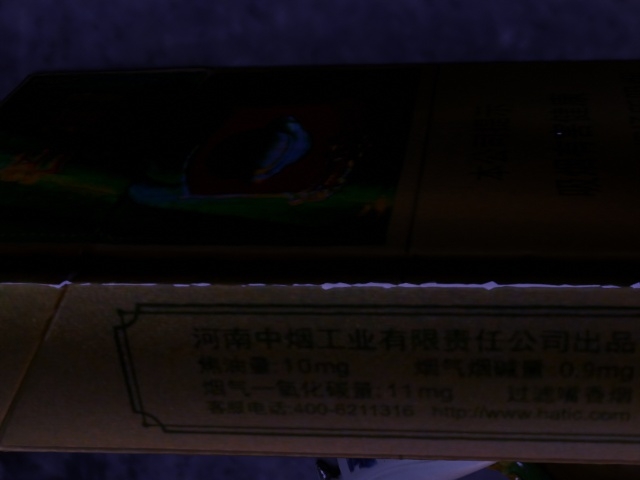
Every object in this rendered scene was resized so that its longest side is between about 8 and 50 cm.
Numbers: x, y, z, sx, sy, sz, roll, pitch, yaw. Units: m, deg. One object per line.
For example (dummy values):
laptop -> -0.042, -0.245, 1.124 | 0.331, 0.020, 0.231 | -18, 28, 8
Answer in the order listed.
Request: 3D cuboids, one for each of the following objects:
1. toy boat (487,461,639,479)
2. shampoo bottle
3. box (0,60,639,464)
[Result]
toy boat -> 0.148, 0.077, 0.432 | 0.229, 0.089, 0.088 | -6, 136, 38
shampoo bottle -> 0.032, 0.076, 0.461 | 0.049, 0.034, 0.141 | 54, 146, 12
box -> 0.000, 0.000, 0.385 | 0.240, 0.159, 0.071 | 0, 118, 8
